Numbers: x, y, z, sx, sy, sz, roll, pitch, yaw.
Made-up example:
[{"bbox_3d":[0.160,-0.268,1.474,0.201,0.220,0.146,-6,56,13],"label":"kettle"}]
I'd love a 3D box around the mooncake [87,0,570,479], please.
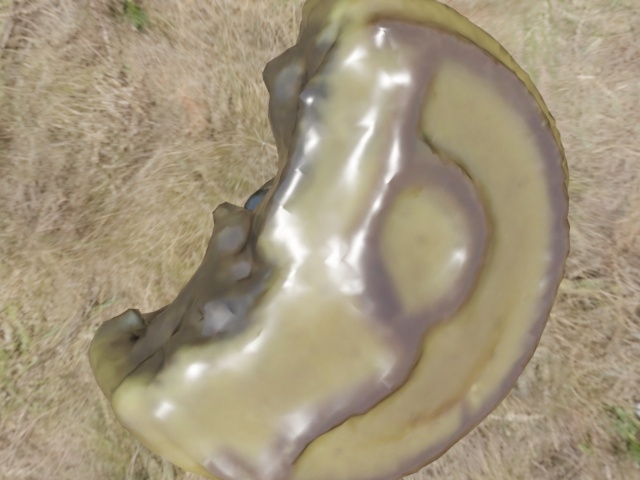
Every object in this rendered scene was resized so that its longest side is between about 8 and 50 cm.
[{"bbox_3d":[0.000,0.000,0.824,0.393,0.246,0.394,-13,109,-16],"label":"mooncake"}]
